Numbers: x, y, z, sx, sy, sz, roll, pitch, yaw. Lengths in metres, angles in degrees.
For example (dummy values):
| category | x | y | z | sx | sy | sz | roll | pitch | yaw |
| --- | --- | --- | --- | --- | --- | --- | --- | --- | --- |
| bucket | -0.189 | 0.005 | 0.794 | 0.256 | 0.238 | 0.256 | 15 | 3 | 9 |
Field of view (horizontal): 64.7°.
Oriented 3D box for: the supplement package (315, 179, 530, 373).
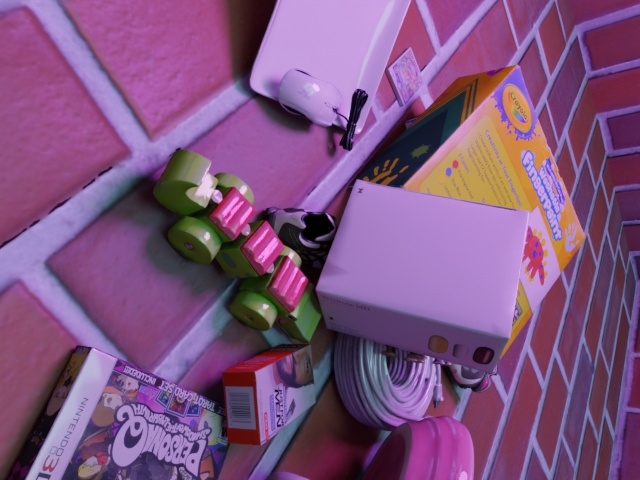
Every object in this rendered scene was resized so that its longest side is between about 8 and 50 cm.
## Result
| category | x | y | z | sx | sy | sz | roll | pitch | yaw |
| --- | --- | --- | --- | --- | --- | --- | --- | --- | --- |
| supplement package | 0.152 | 0.050 | 0.759 | 0.145 | 0.261 | 0.204 | 76 | 30 | -56 |

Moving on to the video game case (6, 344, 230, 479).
| category | x | y | z | sx | sy | sz | roll | pitch | yaw |
| --- | --- | --- | --- | --- | --- | --- | --- | --- | --- |
| video game case | -0.213 | 0.258 | 0.562 | 0.232 | 0.041 | 0.210 | 42 | 56 | -38 |

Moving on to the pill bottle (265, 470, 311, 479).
| category | x | y | z | sx | sy | sz | roll | pitch | yaw |
| --- | --- | --- | --- | --- | --- | --- | --- | --- | --- |
| pill bottle | -0.060 | 0.456 | 0.628 | 0.162 | 0.162 | 0.278 | 55 | 49 | -30 |

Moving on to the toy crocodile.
| category | x | y | z | sx | sy | sz | roll | pitch | yaw |
| --- | --- | --- | --- | --- | --- | --- | --- | --- | --- |
| toy crocodile | -0.092 | 0.019 | 0.679 | 0.341 | 0.105 | 0.115 | 55 | 49 | -30 |

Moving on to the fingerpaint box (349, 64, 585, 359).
| category | x | y | z | sx | sy | sz | roll | pitch | yaw |
| --- | --- | --- | --- | --- | --- | --- | --- | --- | --- |
| fingerpaint box | 0.321 | -0.054 | 1.035 | 0.371 | 0.163 | 0.445 | -46 | 118 | -20 |

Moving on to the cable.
| category | x | y | z | sx | sy | sz | roll | pitch | yaw |
| --- | --- | --- | --- | --- | --- | --- | --- | --- | --- |
| cable | 0.128 | 0.212 | 0.925 | 0.257 | 0.089 | 0.257 | 16 | 74 | -46 |

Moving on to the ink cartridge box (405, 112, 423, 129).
| category | x | y | z | sx | sy | sz | roll | pitch | yaw |
| --- | --- | --- | --- | --- | --- | --- | --- | --- | --- |
| ink cartridge box | 0.342 | -0.171 | 1.225 | 0.324 | 0.071 | 0.330 | -33 | 114 | -45 |

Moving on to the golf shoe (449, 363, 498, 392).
| category | x | y | z | sx | sy | sz | roll | pitch | yaw |
| --- | --- | --- | --- | --- | --- | --- | --- | --- | --- |
| golf shoe | 0.379 | 0.219 | 1.203 | 0.120 | 0.105 | 0.273 | 46 | 53 | -27 |

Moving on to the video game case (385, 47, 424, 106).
| category | x | y | z | sx | sy | sz | roll | pitch | yaw |
| --- | --- | --- | --- | --- | --- | --- | --- | --- | --- |
| video game case | 0.187 | -0.360 | 1.111 | 0.122 | 0.011 | 0.087 | -51 | 123 | -38 |

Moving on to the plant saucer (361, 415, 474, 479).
| category | x | y | z | sx | sy | sz | roll | pitch | yaw |
| --- | --- | --- | --- | --- | --- | --- | --- | --- | --- |
| plant saucer | 0.113 | 0.414 | 0.771 | 0.084 | 0.332 | 0.332 | 29 | 55 | 4 |

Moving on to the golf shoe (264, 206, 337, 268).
| category | x | y | z | sx | sy | sz | roll | pitch | yaw |
| --- | --- | --- | --- | --- | --- | --- | --- | --- | --- |
| golf shoe | 0.000 | 0.000 | 0.797 | 0.198 | 0.093 | 0.077 | 19 | 71 | -48 |

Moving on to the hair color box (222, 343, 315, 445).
| category | x | y | z | sx | sy | sz | roll | pitch | yaw |
| --- | --- | --- | --- | --- | --- | --- | --- | --- | --- |
| hair color box | -0.065 | 0.204 | 0.695 | 0.167 | 0.053 | 0.093 | -4 | 89 | -68 |

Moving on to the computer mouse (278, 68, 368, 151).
| category | x | y | z | sx | sy | sz | roll | pitch | yaw |
| --- | --- | --- | --- | --- | --- | --- | --- | --- | --- |
| computer mouse | 0.009 | -0.217 | 0.824 | 0.193 | 0.042 | 0.106 | 9 | 107 | -49 |

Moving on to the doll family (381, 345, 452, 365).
| category | x | y | z | sx | sy | sz | roll | pitch | yaw |
| --- | --- | --- | --- | --- | --- | --- | --- | --- | --- |
| doll family | 0.174 | 0.150 | 0.867 | 0.193 | 0.076 | 0.112 | 28 | 60 | -49 |

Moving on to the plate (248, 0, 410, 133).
| category | x | y | z | sx | sy | sz | roll | pitch | yaw |
| --- | --- | --- | --- | --- | --- | --- | --- | --- | --- |
| plate | 0.019 | -0.343 | 0.827 | 0.278 | 0.045 | 0.277 | 8 | 107 | -49 |
